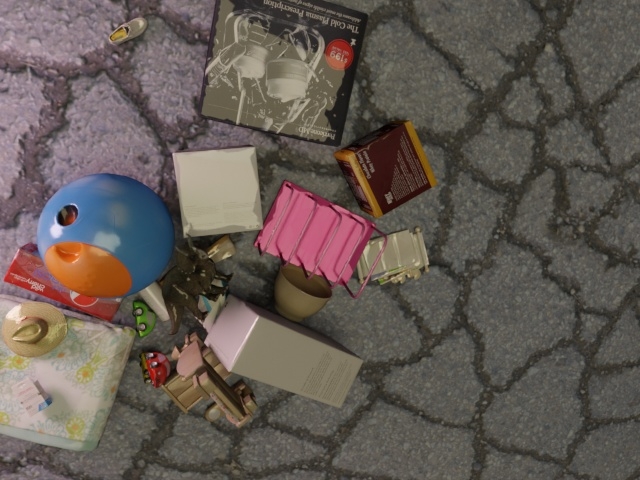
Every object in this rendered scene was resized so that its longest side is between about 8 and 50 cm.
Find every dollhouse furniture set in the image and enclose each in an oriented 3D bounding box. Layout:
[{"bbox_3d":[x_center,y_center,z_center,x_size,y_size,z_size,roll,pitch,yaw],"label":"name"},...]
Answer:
[{"bbox_3d":[-0.285,0.423,1.210,0.174,0.355,0.303,-38,110,-9],"label":"dollhouse furniture set"}]

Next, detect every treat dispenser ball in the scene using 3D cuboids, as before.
[{"bbox_3d":[-0.484,-0.010,1.103,0.288,0.288,0.288,-3,104,-13],"label":"treat dispenser ball"}]

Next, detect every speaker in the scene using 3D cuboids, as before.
[{"bbox_3d":[-0.438,0.148,1.273,0.055,0.055,0.136,-34,108,-4],"label":"speaker"}]

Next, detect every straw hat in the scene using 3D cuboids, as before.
[{"bbox_3d":[-0.681,0.212,1.126,0.145,0.061,0.144,0,90,-11],"label":"straw hat"}]

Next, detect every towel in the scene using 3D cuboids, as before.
[{"bbox_3d":[-0.694,0.328,1.196,0.375,0.090,0.320,18,90,-10],"label":"towel"}]

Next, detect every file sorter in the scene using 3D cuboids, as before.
[{"bbox_3d":[0.000,0.000,1.269,0.291,0.182,0.202,25,97,-14],"label":"file sorter"}]

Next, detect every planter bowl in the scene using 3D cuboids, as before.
[{"bbox_3d":[-0.062,0.153,1.320,0.162,0.162,0.109,23,108,-18],"label":"planter bowl"}]

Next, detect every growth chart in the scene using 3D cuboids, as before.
[{"bbox_3d":[0.210,0.052,1.428,0.237,0.021,0.172,-11,106,-11],"label":"growth chart"}]

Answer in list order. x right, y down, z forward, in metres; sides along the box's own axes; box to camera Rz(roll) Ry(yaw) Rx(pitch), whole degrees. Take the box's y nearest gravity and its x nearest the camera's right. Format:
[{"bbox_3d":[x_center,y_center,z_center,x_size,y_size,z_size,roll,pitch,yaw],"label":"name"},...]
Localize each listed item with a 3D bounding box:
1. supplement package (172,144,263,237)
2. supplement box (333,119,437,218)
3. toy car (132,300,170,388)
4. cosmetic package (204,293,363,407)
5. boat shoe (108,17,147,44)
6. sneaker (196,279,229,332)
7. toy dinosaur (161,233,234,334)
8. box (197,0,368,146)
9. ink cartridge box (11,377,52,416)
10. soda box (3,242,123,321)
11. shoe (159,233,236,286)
[{"bbox_3d":[-0.254,-0.129,1.202,0.194,0.149,0.203,-7,104,-12],"label":"supplement package"},{"bbox_3d":[0.173,-0.195,1.302,0.194,0.129,0.191,-30,108,-6],"label":"supplement box"},{"bbox_3d":[-0.443,0.263,1.252,0.053,0.239,0.225,-10,82,-29],"label":"toy car"},{"bbox_3d":[-0.092,0.292,1.271,0.366,0.197,0.155,29,86,-31],"label":"cosmetic package"},{"bbox_3d":[-0.452,-0.492,1.127,0.100,0.035,0.035,-30,108,-5],"label":"boat shoe"},{"bbox_3d":[-0.290,0.209,1.316,0.092,0.087,0.228,-7,100,-1],"label":"sneaker"},{"bbox_3d":[-0.323,0.108,1.203,0.160,0.121,0.313,33,122,-13],"label":"toy dinosaur"},{"bbox_3d":[-0.098,-0.414,1.158,0.343,0.179,0.312,9,102,-15],"label":"box"},{"bbox_3d":[-0.686,0.368,1.142,0.048,0.028,0.083,-30,96,-9],"label":"ink cartridge box"},{"bbox_3d":[-0.626,0.104,1.202,0.263,0.083,0.092,27,95,-18],"label":"soda box"},{"bbox_3d":[-0.323,0.065,1.271,0.219,0.076,0.058,-34,103,-6],"label":"shoe"}]
